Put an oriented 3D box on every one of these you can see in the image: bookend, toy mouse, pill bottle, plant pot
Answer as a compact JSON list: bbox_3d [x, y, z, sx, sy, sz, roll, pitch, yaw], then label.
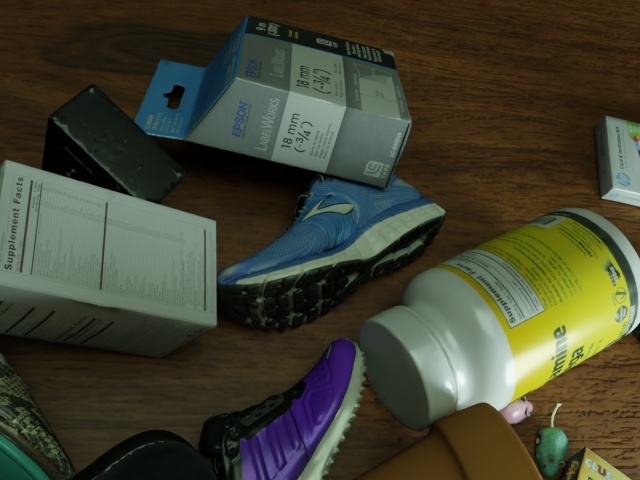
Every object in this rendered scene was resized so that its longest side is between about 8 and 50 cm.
[{"bbox_3d":[-0.261,-0.086,0.912,0.156,0.157,0.072,44,61,-5],"label":"bookend"},{"bbox_3d":[0.268,0.244,0.934,0.143,0.031,0.161,-27,73,-25],"label":"toy mouse"},{"bbox_3d":[0.223,0.098,0.909,0.334,0.188,0.188,-23,71,-23],"label":"pill bottle"},{"bbox_3d":[0.119,0.331,0.726,0.204,0.291,0.290,-17,68,-5],"label":"plant pot"}]

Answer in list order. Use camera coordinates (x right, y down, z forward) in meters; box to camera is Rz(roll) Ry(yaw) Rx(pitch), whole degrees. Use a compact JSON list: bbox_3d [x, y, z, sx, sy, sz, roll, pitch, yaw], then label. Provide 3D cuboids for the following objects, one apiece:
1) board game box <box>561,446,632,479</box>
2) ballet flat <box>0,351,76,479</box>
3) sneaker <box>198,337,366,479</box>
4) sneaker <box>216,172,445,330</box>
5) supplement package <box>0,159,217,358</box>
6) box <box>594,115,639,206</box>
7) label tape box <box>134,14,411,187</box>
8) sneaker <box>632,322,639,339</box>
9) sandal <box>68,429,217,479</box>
[{"bbox_3d":[0.386,0.382,0.863,0.243,0.042,0.165,36,44,6],"label":"board game box"},{"bbox_3d":[-0.459,0.132,0.749,0.483,0.164,0.182,16,35,-4],"label":"ballet flat"},{"bbox_3d":[-0.055,0.218,0.824,0.146,0.102,0.293,27,60,1],"label":"sneaker"},{"bbox_3d":[0.000,0.000,0.954,0.330,0.129,0.147,-24,60,-30],"label":"sneaker"},{"bbox_3d":[-0.251,0.031,0.798,0.244,0.134,0.139,18,56,-36],"label":"supplement package"},{"bbox_3d":[0.542,-0.117,1.187,0.186,0.038,0.145,12,61,-7],"label":"box"},{"bbox_3d":[-0.061,-0.206,0.986,0.334,0.106,0.240,12,34,-9],"label":"label tape box"},{"bbox_3d":[0.556,0.160,1.015,0.124,0.107,0.283,-20,70,-29],"label":"sneaker"},{"bbox_3d":[-0.273,0.347,0.634,0.446,0.107,0.167,-43,112,-16],"label":"sandal"}]
